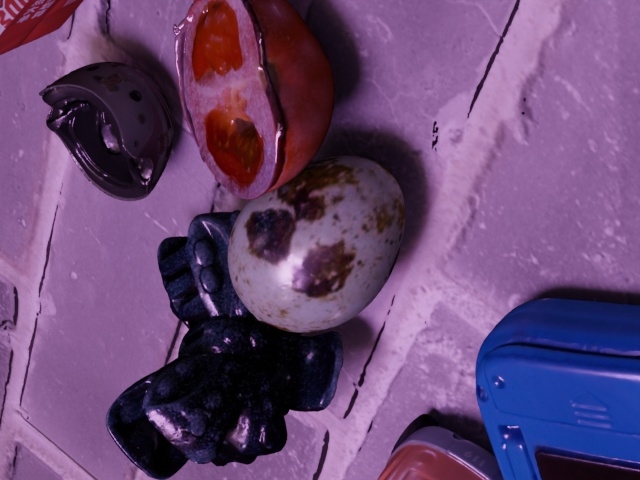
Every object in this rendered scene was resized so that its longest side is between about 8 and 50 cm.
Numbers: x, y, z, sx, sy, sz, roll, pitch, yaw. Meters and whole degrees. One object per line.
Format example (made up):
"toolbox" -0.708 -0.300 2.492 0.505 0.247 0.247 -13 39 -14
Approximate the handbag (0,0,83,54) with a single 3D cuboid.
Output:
"handbag" -0.313 -0.337 1.884 0.171 0.151 0.298 54 138 3

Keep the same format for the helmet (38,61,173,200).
"helmet" -0.228 -0.137 2.003 0.153 0.107 0.177 31 157 17

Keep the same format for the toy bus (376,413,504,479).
"toy bus" 0.118 0.359 1.975 0.194 0.232 0.288 32 137 16

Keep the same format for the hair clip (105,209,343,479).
"hair clip" -0.102 0.128 1.979 0.206 0.310 0.194 28 149 -25

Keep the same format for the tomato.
"tomato" -0.059 -0.160 1.807 0.199 0.112 0.228 -6 95 58

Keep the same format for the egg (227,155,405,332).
"egg" 0.000 0.000 1.844 0.169 0.169 0.231 48 127 2

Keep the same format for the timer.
"timer" 0.317 0.208 1.755 0.340 0.115 0.309 4 126 41
